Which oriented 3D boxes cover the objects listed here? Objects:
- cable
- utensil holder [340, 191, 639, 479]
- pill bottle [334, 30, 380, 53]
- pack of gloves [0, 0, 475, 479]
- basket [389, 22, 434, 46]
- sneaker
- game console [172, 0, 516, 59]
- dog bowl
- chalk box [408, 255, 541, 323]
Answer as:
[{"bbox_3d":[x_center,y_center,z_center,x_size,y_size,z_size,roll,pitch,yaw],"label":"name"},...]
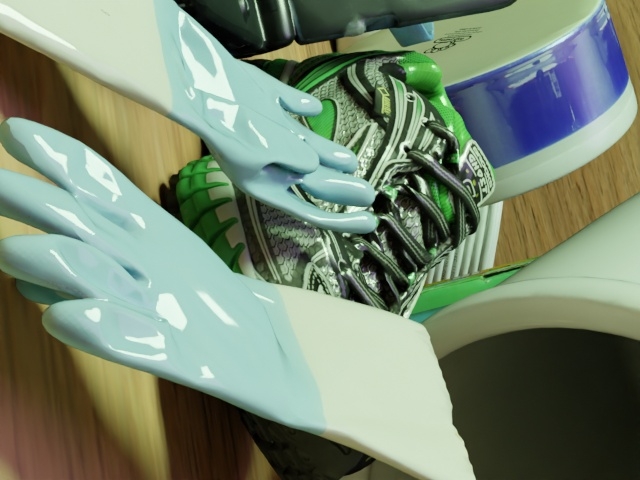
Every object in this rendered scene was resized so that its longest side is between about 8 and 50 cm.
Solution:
[{"bbox_3d":[0.142,-0.021,1.394,0.257,0.089,0.257,-77,175,-54],"label":"cable"},{"bbox_3d":[0.239,0.121,0.787,0.385,0.327,0.328,-29,107,-50],"label":"utensil holder"},{"bbox_3d":[0.071,-0.237,1.417,0.119,0.119,0.208,65,14,-48],"label":"pill bottle"},{"bbox_3d":[-0.047,-0.010,0.478,0.232,0.046,0.195,30,33,-45],"label":"pack of gloves"},{"bbox_3d":[0.017,-0.289,0.897,0.289,0.201,0.255,22,55,-67],"label":"basket"},{"bbox_3d":[0.013,-0.017,0.658,0.343,0.146,0.134,-88,161,-57],"label":"sneaker"},{"bbox_3d":[-0.009,-0.252,0.633,0.250,0.173,0.293,-15,91,-82],"label":"game console"},{"bbox_3d":[0.125,-0.124,1.116,0.265,0.265,0.104,-82,153,-67],"label":"dog bowl"},{"bbox_3d":[0.137,0.116,1.084,0.289,0.179,0.180,-7,82,-81],"label":"chalk box"}]
